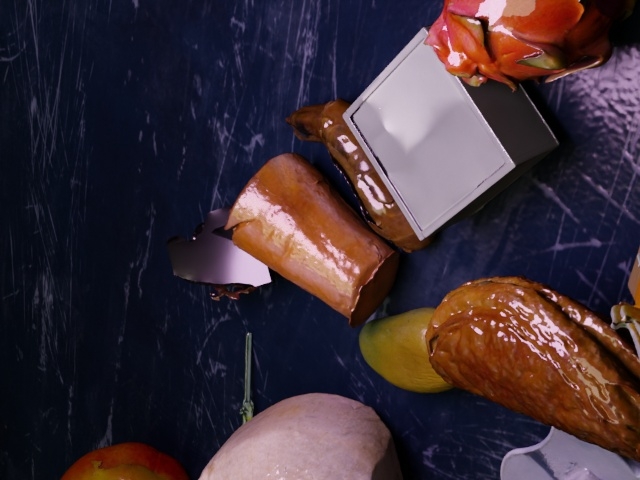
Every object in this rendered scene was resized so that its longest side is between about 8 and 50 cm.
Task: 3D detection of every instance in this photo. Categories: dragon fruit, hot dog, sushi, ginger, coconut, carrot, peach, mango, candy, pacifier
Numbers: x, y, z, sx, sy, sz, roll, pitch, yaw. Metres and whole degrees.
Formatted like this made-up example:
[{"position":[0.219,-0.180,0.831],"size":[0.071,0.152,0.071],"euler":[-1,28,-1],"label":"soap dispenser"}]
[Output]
[{"position":[0.254,-0.288,1.241],"size":[0.227,0.224,0.224],"euler":[-23,89,49],"label":"dragon fruit"},{"position":[0.318,0.156,1.304],"size":[0.387,0.267,0.174],"euler":[17,88,48],"label":"hot dog"},{"position":[-0.164,0.032,1.837],"size":[0.172,0.150,0.153],"euler":[-18,80,13],"label":"sushi"},{"position":[0.074,-0.117,1.575],"size":[0.309,0.107,0.133],"euler":[55,163,13],"label":"ginger"},{"position":[-0.025,0.456,1.737],"size":[0.345,0.415,0.415],"euler":[56,136,5],"label":"coconut"},{"position":[0.000,0.000,1.640],"size":[0.254,0.196,0.196],"euler":[37,129,24],"label":"carrot"},{"position":[-0.432,0.619,2.225],"size":[0.370,0.370,0.370],"euler":[19,119,39],"label":"peach"},{"position":[0.155,0.181,1.624],"size":[0.237,0.091,0.137],"euler":[-20,86,53],"label":"mango"},{"position":[-0.139,0.330,2.000],"size":[0.091,0.083,0.306],"euler":[15,108,43],"label":"candy"},{"position":[0.367,0.374,1.404],"size":[0.227,0.207,0.279],"euler":[44,134,5],"label":"pacifier"}]

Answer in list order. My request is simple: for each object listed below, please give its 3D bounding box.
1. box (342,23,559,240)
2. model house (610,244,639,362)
[{"position":[0.183,-0.158,1.426],"size":[0.225,0.117,0.225],"euler":[59,141,9],"label":"box"},{"position":[0.488,0.103,1.097],"size":[0.357,0.312,0.243],"euler":[30,126,33],"label":"model house"}]
